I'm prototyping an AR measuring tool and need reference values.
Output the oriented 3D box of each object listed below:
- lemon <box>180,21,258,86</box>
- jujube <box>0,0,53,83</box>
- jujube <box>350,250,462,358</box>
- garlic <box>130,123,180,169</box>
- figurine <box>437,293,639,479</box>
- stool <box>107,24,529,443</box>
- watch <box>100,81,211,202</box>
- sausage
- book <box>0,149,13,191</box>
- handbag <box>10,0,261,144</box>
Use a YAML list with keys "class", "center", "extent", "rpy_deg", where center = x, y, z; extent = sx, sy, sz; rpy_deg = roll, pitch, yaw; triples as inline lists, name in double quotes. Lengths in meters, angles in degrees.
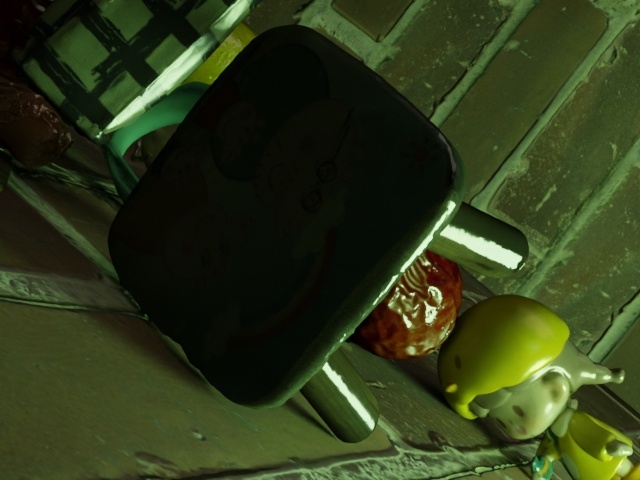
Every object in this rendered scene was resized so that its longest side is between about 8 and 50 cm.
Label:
- class: "lemon"
  center: [-0.203, -0.280, 2.336]
  extent: [0.263, 0.236, 0.236]
  rpy_deg: [4, 23, -24]
- class: "jujube"
  center: [-0.398, -0.298, 1.813]
  extent: [0.250, 0.174, 0.174]
  rpy_deg: [24, 12, -17]
- class: "jujube"
  center: [0.089, 0.036, 1.838]
  extent: [0.255, 0.190, 0.190]
  rpy_deg: [62, -6, -30]
- class: "garlic"
  center: [-0.087, -0.072, 1.776]
  extent: [0.281, 0.203, 0.184]
  rpy_deg: [36, -19, 40]
- class: "figurine"
  center: [0.305, 0.228, 1.893]
  extent: [0.343, 0.215, 0.187]
  rpy_deg: [49, 53, 0]
- class: "stool"
  center: [0.000, 0.000, 1.349]
  extent: [0.310, 0.310, 0.226]
  rpy_deg: [45, 6, 38]
- class: "watch"
  center: [-0.140, -0.087, 1.635]
  extent: [0.237, 0.195, 0.068]
  rpy_deg: [23, -23, 13]
- class: "sausage"
  center: [-0.354, -0.157, 1.460]
  extent: [0.078, 0.078, 0.304]
  rpy_deg: [30, 5, -46]
- class: "book"
  center: [-0.391, -0.123, 1.308]
  extent: [0.228, 0.024, 0.160]
  rpy_deg: [35, 6, -15]
- class: "handbag"
  center: [-0.200, -0.258, 1.592]
  extent: [0.162, 0.325, 0.327]
  rpy_deg: [47, -9, -12]
